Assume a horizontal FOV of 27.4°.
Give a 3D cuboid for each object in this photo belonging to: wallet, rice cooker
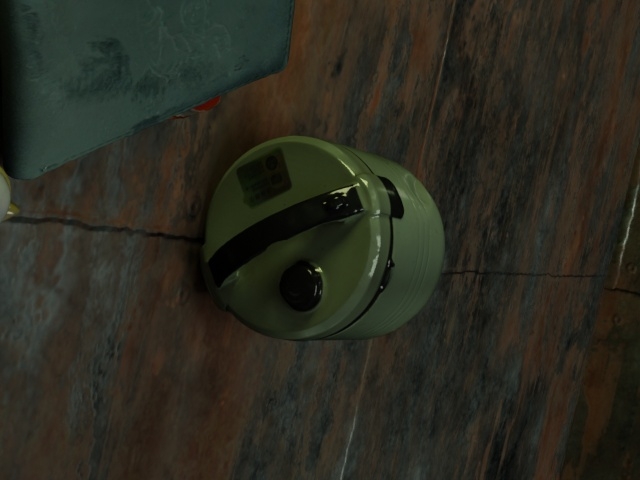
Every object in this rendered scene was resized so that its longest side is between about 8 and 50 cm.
[{"bbox_3d":[-0.136,-0.190,1.065,0.290,0.054,0.251,-29,149,-31],"label":"wallet"},{"bbox_3d":[0.000,0.000,1.394,0.244,0.226,0.226,1,101,-62],"label":"rice cooker"}]

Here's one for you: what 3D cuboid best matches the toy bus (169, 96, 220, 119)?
[{"bbox_3d":[-0.127,-0.194,1.210,0.079,0.077,0.174,-15,115,-58],"label":"toy bus"}]

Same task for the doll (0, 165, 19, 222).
[{"bbox_3d":[-0.296,-0.095,0.949,0.117,0.086,0.291,-20,127,-18],"label":"doll"}]
